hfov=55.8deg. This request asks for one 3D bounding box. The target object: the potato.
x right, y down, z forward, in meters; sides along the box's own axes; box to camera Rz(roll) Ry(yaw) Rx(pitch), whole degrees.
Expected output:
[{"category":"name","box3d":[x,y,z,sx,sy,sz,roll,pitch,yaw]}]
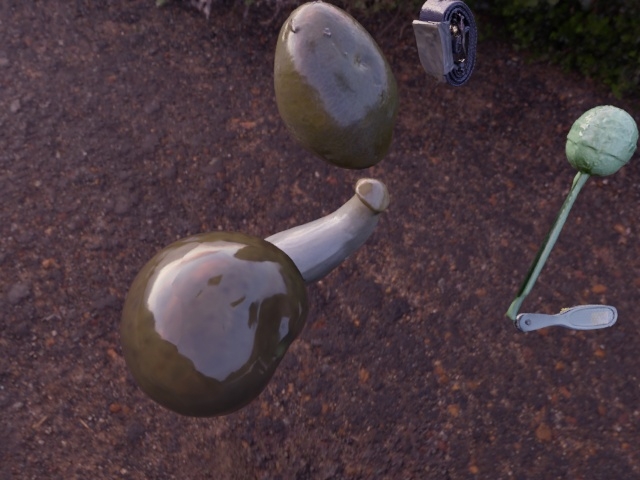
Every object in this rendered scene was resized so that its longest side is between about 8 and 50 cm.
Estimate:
[{"category":"potato","box3d":[0.021,-0.206,0.828,0.160,0.235,0.178,-18,20,10]}]

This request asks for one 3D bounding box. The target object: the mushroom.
[{"category":"mushroom","box3d":[0.000,0.000,0.968,0.270,0.118,0.103,-34,56,10]}]

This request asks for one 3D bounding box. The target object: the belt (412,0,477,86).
[{"category":"belt","box3d":[0.345,-0.529,1.619,0.140,0.230,0.126,-31,41,-15]}]

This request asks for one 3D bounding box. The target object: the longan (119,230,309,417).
[{"category":"longan","box3d":[-0.136,0.104,0.766,0.246,0.215,0.246,-15,56,23]}]

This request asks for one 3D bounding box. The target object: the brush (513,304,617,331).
[{"category":"brush","box3d":[0.652,0.206,1.634,0.297,0.060,0.068,-2,99,-10]}]

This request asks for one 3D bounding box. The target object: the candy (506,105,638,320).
[{"category":"candy","box3d":[0.459,-0.044,1.154,0.119,0.440,0.119,21,15,-6]}]
